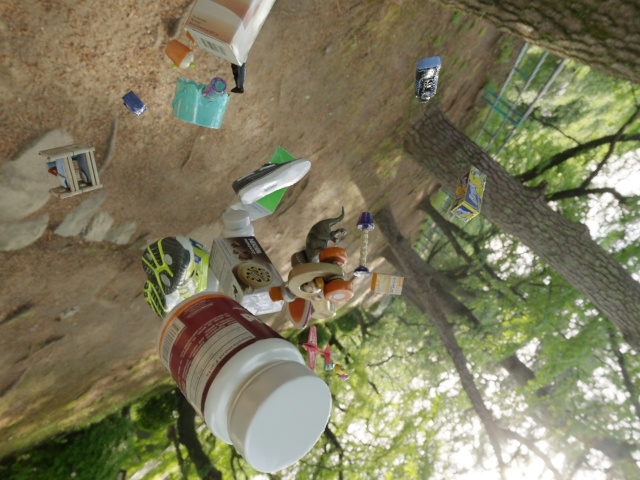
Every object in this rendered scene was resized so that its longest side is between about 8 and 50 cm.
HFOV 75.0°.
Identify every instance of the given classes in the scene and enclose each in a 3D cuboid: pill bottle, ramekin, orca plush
[{"bbox_3d":[-0.172,0.274,0.879,0.224,0.392,0.223,-15,115,-36],"label":"pill bottle"},{"bbox_3d":[-0.323,-0.004,1.672,0.121,0.121,0.220,-34,133,-39],"label":"pill bottle"},{"bbox_3d":[-0.555,0.233,2.000,0.207,0.109,0.206,-168,-90,-74],"label":"ramekin"},{"bbox_3d":[-0.364,-0.766,1.734,0.102,0.151,0.286,2,117,-22],"label":"orca plush"}]

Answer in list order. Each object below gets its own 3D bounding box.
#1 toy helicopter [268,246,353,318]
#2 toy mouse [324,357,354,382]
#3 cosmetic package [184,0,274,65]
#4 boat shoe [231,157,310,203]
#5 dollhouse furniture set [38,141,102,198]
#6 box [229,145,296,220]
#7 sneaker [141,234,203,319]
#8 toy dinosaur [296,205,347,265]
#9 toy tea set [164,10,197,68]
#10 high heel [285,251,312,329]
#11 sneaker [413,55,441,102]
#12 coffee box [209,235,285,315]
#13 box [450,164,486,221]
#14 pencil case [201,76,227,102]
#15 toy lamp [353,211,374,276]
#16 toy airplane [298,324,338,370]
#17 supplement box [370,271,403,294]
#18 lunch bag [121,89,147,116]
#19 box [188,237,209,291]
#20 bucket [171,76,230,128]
[{"bbox_3d":[-0.022,0.169,1.277,0.235,0.140,0.355,-9,148,0],"label":"toy helicopter"},{"bbox_3d":[0.061,0.526,1.688,0.031,0.161,0.143,-53,-164,-24],"label":"toy mouse"},{"bbox_3d":[-0.243,-0.689,1.209,0.129,0.153,0.295,49,66,-83],"label":"cosmetic package"},{"bbox_3d":[-0.182,-0.242,1.539,0.302,0.102,0.108,-30,157,-15],"label":"boat shoe"},{"bbox_3d":[-0.777,-0.225,1.248,0.129,0.184,0.129,-33,136,-46],"label":"dollhouse furniture set"},{"bbox_3d":[-0.236,-0.233,1.738,0.231,0.127,0.261,-13,-134,59],"label":"box"},{"bbox_3d":[-0.431,0.090,1.245,0.147,0.145,0.384,-36,170,-40],"label":"sneaker"},{"bbox_3d":[0.000,0.000,1.610,0.121,0.161,0.313,15,93,-64],"label":"toy dinosaur"},{"bbox_3d":[-0.528,-0.869,1.800,0.336,0.124,0.200,-46,-167,19],"label":"toy tea set"},{"bbox_3d":[-0.057,0.240,1.864,0.127,0.376,0.181,-16,143,24],"label":"high heel"},{"bbox_3d":[0.329,-0.489,1.278,0.082,0.090,0.232,-7,-175,10],"label":"sneaker"},{"bbox_3d":[-0.263,0.120,1.479,0.168,0.297,0.118,-5,131,-35],"label":"coffee box"},{"bbox_3d":[0.417,-0.134,1.172,0.054,0.059,0.168,-46,-166,51],"label":"box"},{"bbox_3d":[-0.429,-0.604,1.672,0.070,0.064,0.152,-34,-161,-25],"label":"pencil case"},{"bbox_3d":[0.182,0.011,1.734,0.080,0.080,0.274,103,-8,-67],"label":"toy lamp"},{"bbox_3d":[-0.010,0.347,1.329,0.028,0.151,0.151,-40,173,40],"label":"toy airplane"},{"bbox_3d":[0.222,0.144,1.394,0.036,0.099,0.062,-157,-105,-73],"label":"supplement box"},{"bbox_3d":[-0.800,-0.585,1.780,0.065,0.098,0.067,-42,175,-9],"label":"lunch bag"},{"bbox_3d":[-0.465,0.091,1.533,0.042,0.109,0.178,-32,142,-54],"label":"box"},{"bbox_3d":[-0.607,-0.691,2.101,0.281,0.282,0.182,-19,132,-62],"label":"bucket"}]
